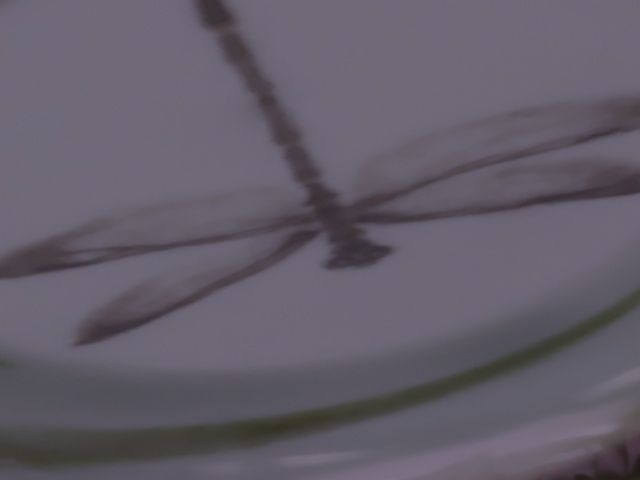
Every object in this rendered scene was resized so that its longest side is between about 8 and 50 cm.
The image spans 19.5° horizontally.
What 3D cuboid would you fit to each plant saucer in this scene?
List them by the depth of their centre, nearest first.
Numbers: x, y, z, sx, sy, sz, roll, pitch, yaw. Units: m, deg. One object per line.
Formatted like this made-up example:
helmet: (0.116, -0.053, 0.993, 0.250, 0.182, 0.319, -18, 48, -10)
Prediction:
plant saucer: (0.000, 0.000, 0.397, 0.400, 0.100, 0.400, -8, 152, -4)
